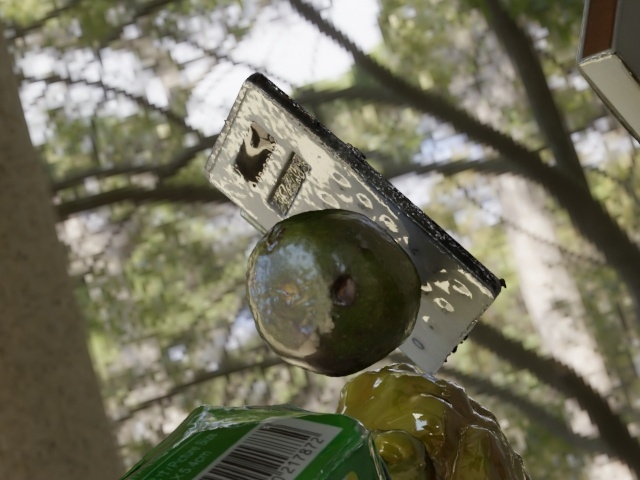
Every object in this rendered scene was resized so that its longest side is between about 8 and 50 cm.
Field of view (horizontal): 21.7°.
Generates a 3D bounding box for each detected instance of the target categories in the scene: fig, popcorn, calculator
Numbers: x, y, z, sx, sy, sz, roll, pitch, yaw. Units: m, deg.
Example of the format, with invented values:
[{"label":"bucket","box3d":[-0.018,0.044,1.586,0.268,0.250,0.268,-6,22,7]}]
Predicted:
[{"label":"fig","box3d":[0.024,0.035,1.226,0.123,0.123,0.156,-26,-9,33]},{"label":"popcorn","box3d":[0.062,0.272,1.472,0.290,0.326,0.321,3,20,16]},{"label":"calculator","box3d":[0.019,-0.013,1.316,0.021,0.261,0.161,-45,-8,-31]}]

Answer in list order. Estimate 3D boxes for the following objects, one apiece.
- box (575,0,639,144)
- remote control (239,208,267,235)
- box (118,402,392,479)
[{"label":"box","box3d":[0.214,-0.147,1.084,0.036,0.178,0.115,-18,-47,37]},{"label":"remote control","box3d":[0.000,0.000,1.680,0.065,0.166,0.029,-53,18,-11]},{"label":"box","box3d":[-0.051,0.187,0.653,0.103,0.180,0.250,-5,20,34]}]
